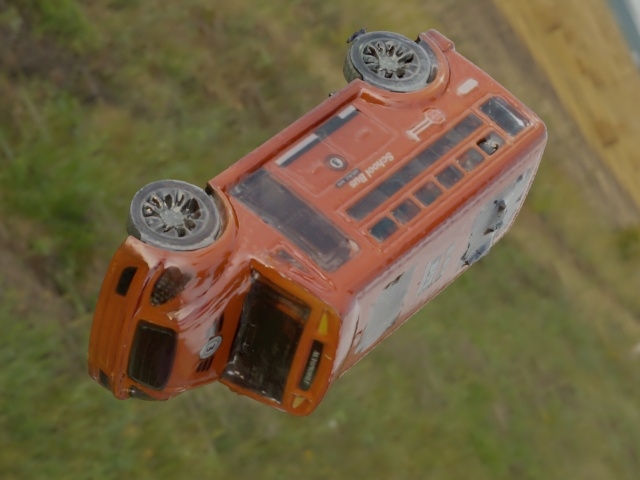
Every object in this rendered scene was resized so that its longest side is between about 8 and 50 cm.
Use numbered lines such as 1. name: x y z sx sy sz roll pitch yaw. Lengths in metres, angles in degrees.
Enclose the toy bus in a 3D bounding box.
1. toy bus: 0.000 0.000 1.211 0.153 0.329 0.143 38 -42 18
